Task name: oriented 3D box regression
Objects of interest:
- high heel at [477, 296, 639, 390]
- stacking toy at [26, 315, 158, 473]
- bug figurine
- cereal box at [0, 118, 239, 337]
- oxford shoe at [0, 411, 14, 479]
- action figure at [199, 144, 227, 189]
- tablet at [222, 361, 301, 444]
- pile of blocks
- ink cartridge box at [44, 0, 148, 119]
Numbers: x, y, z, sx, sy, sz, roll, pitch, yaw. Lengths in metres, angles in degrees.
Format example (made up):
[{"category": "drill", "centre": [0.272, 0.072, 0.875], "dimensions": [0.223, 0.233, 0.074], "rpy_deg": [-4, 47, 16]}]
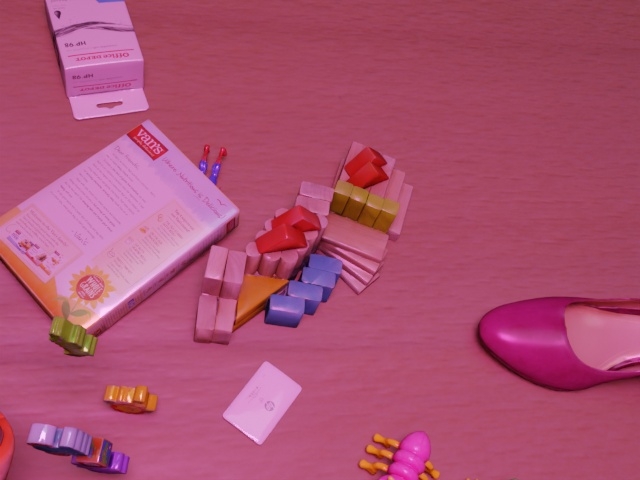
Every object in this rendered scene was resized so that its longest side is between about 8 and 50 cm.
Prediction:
[{"category": "high heel", "centre": [0.389, 0.100, 0.891], "dimensions": [0.376, 0.181, 0.127], "rpy_deg": [5, 59, -12]}, {"category": "stacking toy", "centre": [-0.219, 0.188, 0.670], "dimensions": [0.052, 0.221, 0.167], "rpy_deg": [1, 60, 11]}, {"category": "bug figurine", "centre": [0.116, 0.316, 0.762], "dimensions": [0.278, 0.072, 0.216], "rpy_deg": [27, 57, 3]}, {"category": "cereal box", "centre": [-0.238, -0.015, 0.866], "dimensions": [0.240, 0.047, 0.173], "rpy_deg": [-39, 75, -23]}, {"category": "oxford shoe", "centre": [-0.414, 0.161, 0.671], "dimensions": [0.363, 0.133, 0.130], "rpy_deg": [28, 26, 33]}, {"category": "action figure", "centre": [-0.147, -0.066, 0.943], "dimensions": [0.038, 0.030, 0.115], "rpy_deg": [13, 63, 0]}, {"category": "tablet", "centre": [-0.064, 0.181, 0.833], "dimensions": [0.054, 0.006, 0.083], "rpy_deg": [35, 59, 7]}, {"category": "pile of blocks", "centre": [0.000, 0.000, 0.892], "dimensions": [0.149, 0.113, 0.362], "rpy_deg": [42, 60, 11]}, {"category": "ink cartridge box", "centre": [-0.299, -0.255, 0.995], "dimensions": [0.104, 0.060, 0.180], "rpy_deg": [-13, 64, -21]}]
